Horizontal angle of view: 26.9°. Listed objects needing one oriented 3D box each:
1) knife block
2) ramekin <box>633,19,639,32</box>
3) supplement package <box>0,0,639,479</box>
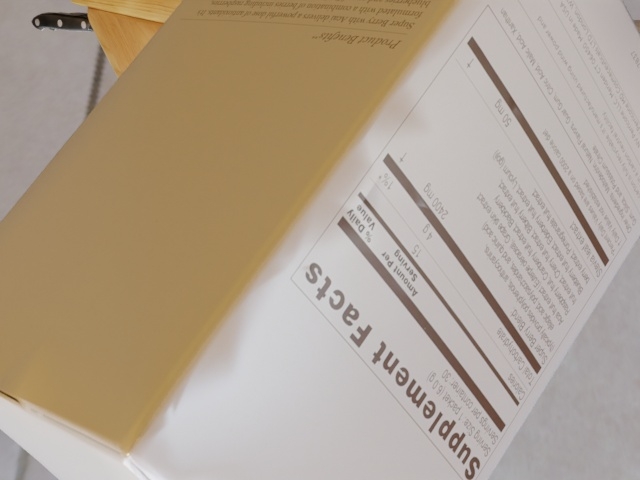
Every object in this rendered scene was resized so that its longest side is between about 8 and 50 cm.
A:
[{"bbox_3d":[-0.128,-0.240,1.029,0.276,0.088,0.242,-40,70,39],"label":"knife block"},{"bbox_3d":[0.423,-0.166,1.763,0.127,0.273,0.273,13,108,9],"label":"ramekin"},{"bbox_3d":[0.000,0.000,0.597,0.293,0.177,0.175,-54,129,-19],"label":"supplement package"}]
